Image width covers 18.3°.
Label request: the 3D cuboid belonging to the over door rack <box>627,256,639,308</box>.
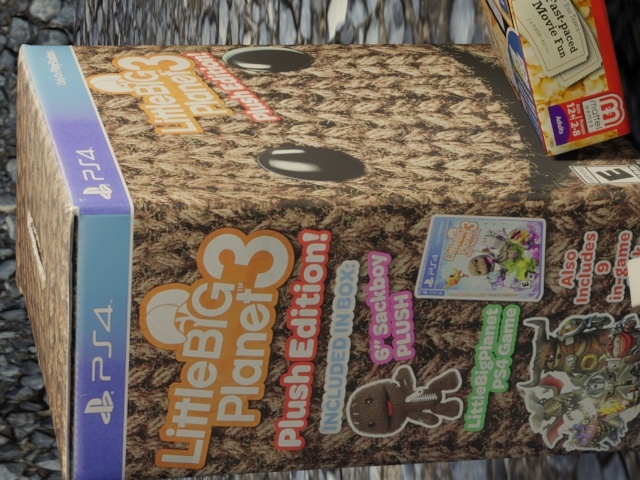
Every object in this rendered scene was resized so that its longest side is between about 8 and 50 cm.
[{"bbox_3d":[0.163,-0.116,0.732,0.324,0.108,0.240,135,133,-71],"label":"over door rack"}]

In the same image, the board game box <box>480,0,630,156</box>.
[{"bbox_3d":[0.095,-0.158,0.961,0.147,0.045,0.193,-104,-2,-63],"label":"board game box"}]

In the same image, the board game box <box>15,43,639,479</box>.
[{"bbox_3d":[0.000,0.000,1.013,0.232,0.291,0.141,-121,33,-62],"label":"board game box"}]
